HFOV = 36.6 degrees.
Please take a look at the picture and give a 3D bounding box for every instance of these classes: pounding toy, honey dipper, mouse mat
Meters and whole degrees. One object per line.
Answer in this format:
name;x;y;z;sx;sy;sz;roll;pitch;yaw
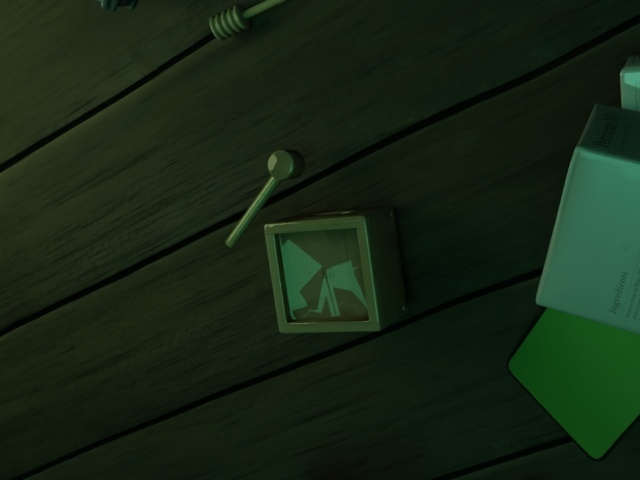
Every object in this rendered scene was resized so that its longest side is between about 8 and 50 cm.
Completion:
pounding toy;-0.009;-0.005;1.103;0.181;0.094;0.206;-4;98;27
honey dipper;-0.049;-0.264;1.055;0.161;0.030;0.030;-21;100;24
mouse mat;0.286;0.130;1.026;0.152;0.007;0.189;48;134;26

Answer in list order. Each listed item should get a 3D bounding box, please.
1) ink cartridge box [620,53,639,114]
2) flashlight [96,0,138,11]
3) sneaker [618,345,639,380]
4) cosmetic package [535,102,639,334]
ink cartridge box;0.400;-0.101;0.904;0.218;0.092;0.158;0;110;23
flashlight;-0.190;-0.390;1.005;0.103;0.103;0.304;33;121;17
sneaker;0.430;0.072;0.942;0.152;0.114;0.305;46;118;0
cosmetic package;0.302;-0.012;0.839;0.184;0.151;0.151;16;116;15
